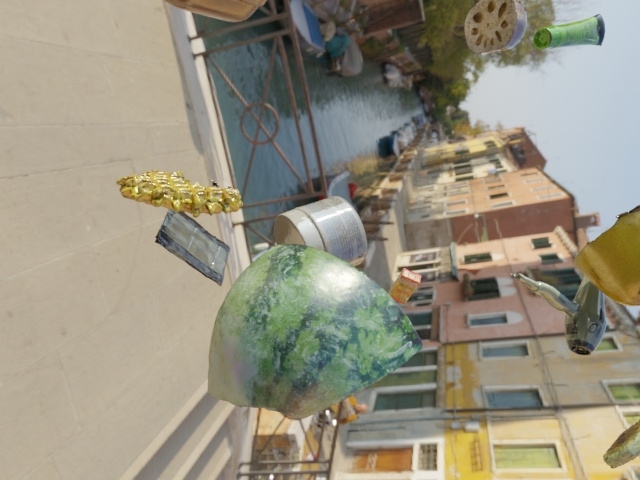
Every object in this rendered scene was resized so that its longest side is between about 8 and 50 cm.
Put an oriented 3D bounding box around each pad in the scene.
[{"bbox_3d":[-0.359,0.011,1.434,0.233,0.022,0.174,41,30,-28],"label":"pad"}]

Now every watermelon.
[{"bbox_3d":[-0.034,0.140,0.719,0.256,0.260,0.176,46,-31,25],"label":"watermelon"}]

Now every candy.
[{"bbox_3d":[0.262,0.145,1.565,0.038,0.062,0.122,-67,-179,-46],"label":"candy"}]

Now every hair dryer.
[{"bbox_3d":[0.593,0.107,1.187,0.267,0.092,0.229,50,60,-5],"label":"hair dryer"}]

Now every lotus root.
[{"bbox_3d":[0.372,-0.458,1.051,0.081,0.122,0.112,-22,111,-38],"label":"lotus root"}]

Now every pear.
[{"bbox_3d":[0.705,0.054,1.060,0.267,0.267,0.178,56,15,-56],"label":"pear"}]

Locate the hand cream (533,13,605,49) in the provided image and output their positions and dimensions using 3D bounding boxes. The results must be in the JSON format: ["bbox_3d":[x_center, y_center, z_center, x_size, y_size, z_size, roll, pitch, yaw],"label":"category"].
[{"bbox_3d":[0.285,-0.232,0.561,0.122,0.023,0.036,-20,104,-30],"label":"hand cream"}]

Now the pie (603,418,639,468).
[{"bbox_3d":[0.374,0.244,0.602,0.020,0.084,0.084,48,1,26],"label":"pie"}]

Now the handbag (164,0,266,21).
[{"bbox_3d":[-0.162,-0.433,0.654,0.302,0.149,0.283,54,27,12],"label":"handbag"}]

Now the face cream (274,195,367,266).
[{"bbox_3d":[0.000,0.000,1.145,0.177,0.153,0.177,44,-36,44],"label":"face cream"}]

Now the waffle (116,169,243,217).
[{"bbox_3d":[-0.360,-0.128,1.260,0.260,0.293,0.069,-21,124,-62],"label":"waffle"}]
